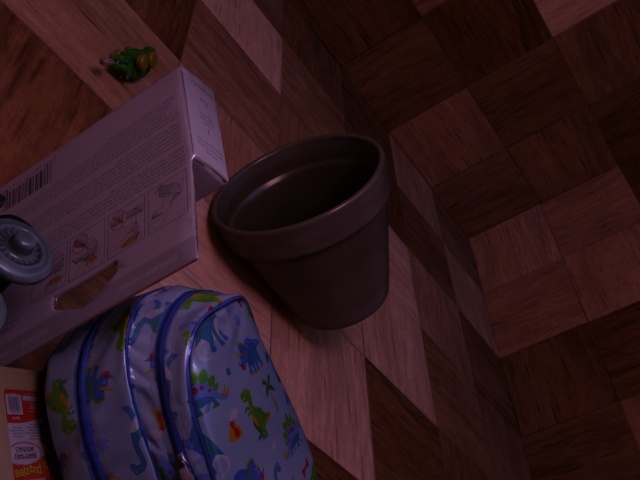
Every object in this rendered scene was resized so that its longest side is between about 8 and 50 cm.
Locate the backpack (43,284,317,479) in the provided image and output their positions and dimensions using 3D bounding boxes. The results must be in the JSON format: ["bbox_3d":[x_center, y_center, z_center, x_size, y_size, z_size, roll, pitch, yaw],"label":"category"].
[{"bbox_3d":[-0.144,0.226,0.800,0.355,0.273,0.290,57,24,7],"label":"backpack"}]

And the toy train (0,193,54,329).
[{"bbox_3d":[-0.379,0.044,0.640,0.190,0.142,0.334,43,28,-14],"label":"toy train"}]

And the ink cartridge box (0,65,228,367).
[{"bbox_3d":[-0.233,-0.014,0.799,0.066,0.296,0.261,36,33,-49],"label":"ink cartridge box"}]

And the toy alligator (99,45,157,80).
[{"bbox_3d":[-0.331,-0.298,1.269,0.189,0.056,0.051,-60,160,-65],"label":"toy alligator"}]

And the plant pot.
[{"bbox_3d":[0.000,0.000,1.364,0.323,0.323,0.280,-85,157,-55],"label":"plant pot"}]

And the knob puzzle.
[{"bbox_3d":[-0.283,0.228,0.740,0.213,0.030,0.213,-18,90,-82],"label":"knob puzzle"}]
